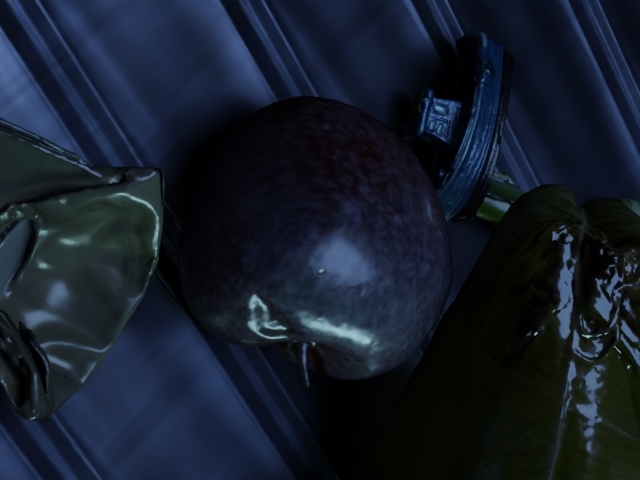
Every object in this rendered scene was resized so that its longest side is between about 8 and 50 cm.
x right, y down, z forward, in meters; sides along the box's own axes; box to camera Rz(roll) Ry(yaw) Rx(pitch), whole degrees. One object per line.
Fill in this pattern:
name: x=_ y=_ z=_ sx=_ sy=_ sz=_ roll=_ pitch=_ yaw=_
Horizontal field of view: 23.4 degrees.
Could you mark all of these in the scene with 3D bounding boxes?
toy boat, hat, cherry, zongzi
toy boat: x=0.087 y=-0.074 z=1.031 sx=0.060 sy=0.060 sz=0.137 roll=15 pitch=85 yaw=-14
hat: x=-0.171 y=-0.003 z=0.822 sx=0.175 sy=0.085 sz=0.147 roll=34 pitch=82 yaw=-12
cherry: x=0.003 y=-0.001 z=0.911 sx=0.176 sy=0.140 sz=0.176 roll=9 pitch=74 yaw=-32
zongzi: x=0.192 y=0.140 z=0.929 sx=0.300 sy=0.145 sz=0.274 roll=27 pitch=110 yaw=-1

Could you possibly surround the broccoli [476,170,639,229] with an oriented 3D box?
broccoli: x=0.186 y=0.011 z=1.100 sx=0.204 sy=0.118 sz=0.122 roll=32 pitch=90 yaw=-20
